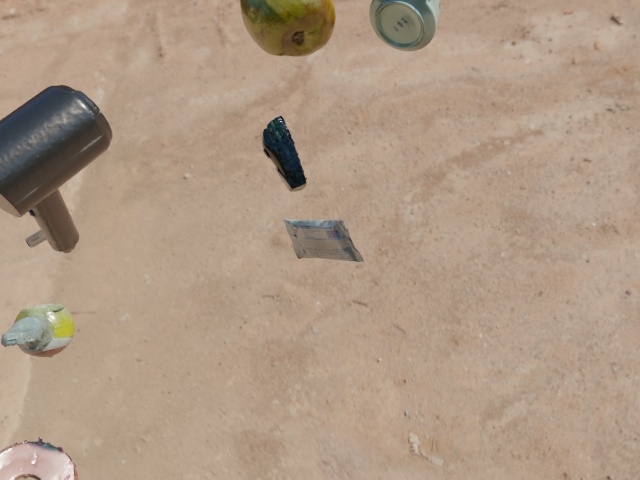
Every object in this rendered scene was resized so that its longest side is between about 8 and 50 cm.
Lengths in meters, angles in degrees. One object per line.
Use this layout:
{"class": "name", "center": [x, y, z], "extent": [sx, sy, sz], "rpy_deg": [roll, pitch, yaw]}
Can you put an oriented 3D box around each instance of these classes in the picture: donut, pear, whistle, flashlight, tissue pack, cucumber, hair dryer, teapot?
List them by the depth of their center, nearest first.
{"class": "hair dryer", "center": [-0.258, -0.044, 0.548], "extent": [0.070, 0.248, 0.114], "rpy_deg": [39, 66, 5]}
{"class": "flashlight", "center": [-0.418, -0.008, 0.827], "extent": [0.083, 0.018, 0.018], "rpy_deg": [-17, 15, 39]}
{"class": "donut", "center": [-0.487, 0.391, 0.914], "extent": [0.165, 0.065, 0.117], "rpy_deg": [15, 46, -19]}
{"class": "pear", "center": [-0.064, -0.465, 1.098], "extent": [0.199, 0.200, 0.200], "rpy_deg": [-7, 48, 7]}
{"class": "whistle", "center": [-0.579, 0.194, 1.120], "extent": [0.122, 0.223, 0.123], "rpy_deg": [0, 91, -7]}
{"class": "teapot", "center": [0.205, -0.529, 1.232], "extent": [0.158, 0.232, 0.159], "rpy_deg": [7, 74, -26]}
{"class": "tissue pack", "center": [0.000, 0.000, 1.259], "extent": [0.192, 0.123, 0.026], "rpy_deg": [4, 43, 39]}
{"class": "cucumber", "center": [-0.099, -0.226, 1.497], "extent": [0.085, 0.115, 0.193], "rpy_deg": [-28, 88, -13]}
